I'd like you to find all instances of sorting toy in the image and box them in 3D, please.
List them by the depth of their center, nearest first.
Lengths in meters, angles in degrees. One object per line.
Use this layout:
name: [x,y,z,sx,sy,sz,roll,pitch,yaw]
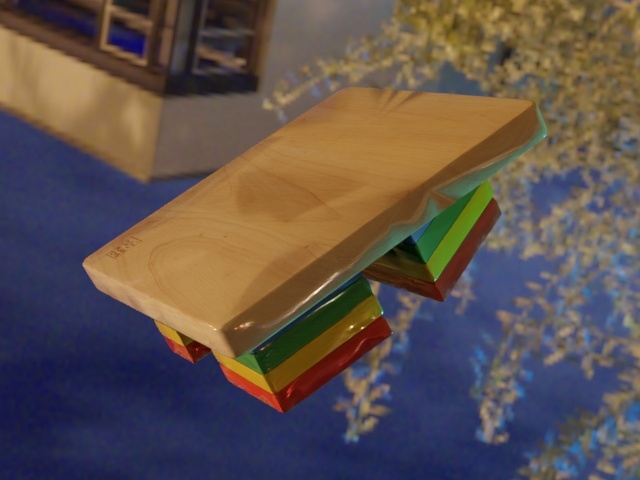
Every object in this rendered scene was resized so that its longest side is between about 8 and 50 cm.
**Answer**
sorting toy: [0.000,0.000,0.960,0.255,0.089,0.257,-35,-158,-19]
